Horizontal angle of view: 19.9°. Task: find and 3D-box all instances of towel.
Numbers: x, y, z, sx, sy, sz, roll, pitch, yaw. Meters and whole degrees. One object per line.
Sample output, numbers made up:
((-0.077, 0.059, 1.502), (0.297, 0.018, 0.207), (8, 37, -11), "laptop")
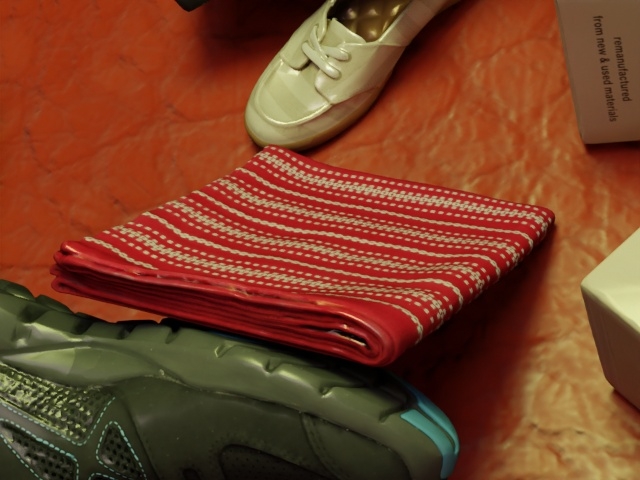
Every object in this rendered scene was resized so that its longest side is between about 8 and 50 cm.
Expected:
((0.000, 0.000, 1.015), (0.199, 0.275, 0.031), (13, 109, 21), "towel")

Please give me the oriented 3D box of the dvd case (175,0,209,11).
((0.003, -0.262, 1.183), (0.238, 0.029, 0.179), (-26, 42, 21), "dvd case")

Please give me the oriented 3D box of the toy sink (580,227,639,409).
((0.275, 0.070, 0.945), (0.153, 0.131, 0.234), (-42, 57, -11), "toy sink")

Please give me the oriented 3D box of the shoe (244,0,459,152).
((0.029, -0.145, 1.183), (0.219, 0.058, 0.076), (-45, 59, -13), "shoe")

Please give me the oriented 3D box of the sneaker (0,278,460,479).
((-0.096, 0.105, 0.961), (0.341, 0.125, 0.140), (10, 91, 17), "sneaker")

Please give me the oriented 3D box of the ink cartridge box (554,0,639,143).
((0.340, -0.230, 1.083), (0.395, 0.166, 0.285), (-4, 60, 12), "ink cartridge box")
